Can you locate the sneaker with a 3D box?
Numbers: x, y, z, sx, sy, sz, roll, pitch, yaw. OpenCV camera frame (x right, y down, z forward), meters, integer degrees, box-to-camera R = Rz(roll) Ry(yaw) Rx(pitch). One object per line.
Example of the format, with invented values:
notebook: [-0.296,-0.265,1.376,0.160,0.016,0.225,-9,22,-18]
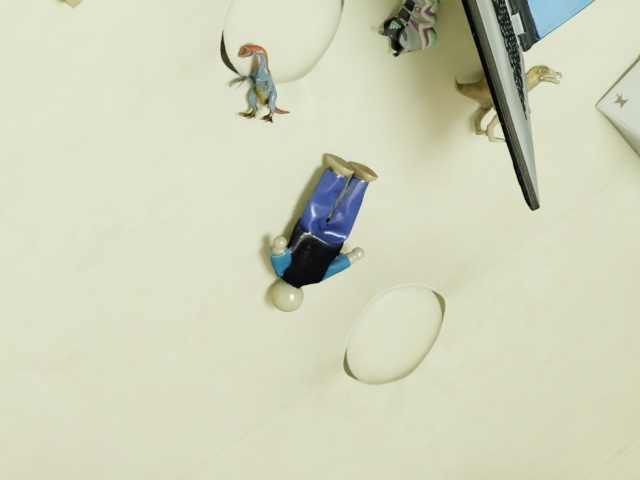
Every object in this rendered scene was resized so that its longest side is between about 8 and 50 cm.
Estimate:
sneaker: [0.090,-0.237,1.803,0.069,0.038,0.098,-24,131,-23]

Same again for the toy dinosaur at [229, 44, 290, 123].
toy dinosaur: [-0.064,-0.165,1.754,0.090,0.047,0.082,-34,136,-63]

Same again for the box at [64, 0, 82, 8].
box: [-0.200,-0.330,1.530,0.201,0.021,0.164,-44,136,-2]

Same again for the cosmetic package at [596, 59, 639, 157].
cosmetic package: [0.539,-0.121,2.142,0.217,0.156,0.385,-48,137,4]

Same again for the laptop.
laptop: [0.270,-0.321,1.750,0.236,0.408,0.382,-12,135,13]

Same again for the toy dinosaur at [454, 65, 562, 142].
toy dinosaur: [0.198,-0.162,1.943,0.183,0.053,0.093,-11,111,-40]

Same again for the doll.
doll: [0.000,0.000,1.899,0.129,0.046,0.189,14,110,-41]
